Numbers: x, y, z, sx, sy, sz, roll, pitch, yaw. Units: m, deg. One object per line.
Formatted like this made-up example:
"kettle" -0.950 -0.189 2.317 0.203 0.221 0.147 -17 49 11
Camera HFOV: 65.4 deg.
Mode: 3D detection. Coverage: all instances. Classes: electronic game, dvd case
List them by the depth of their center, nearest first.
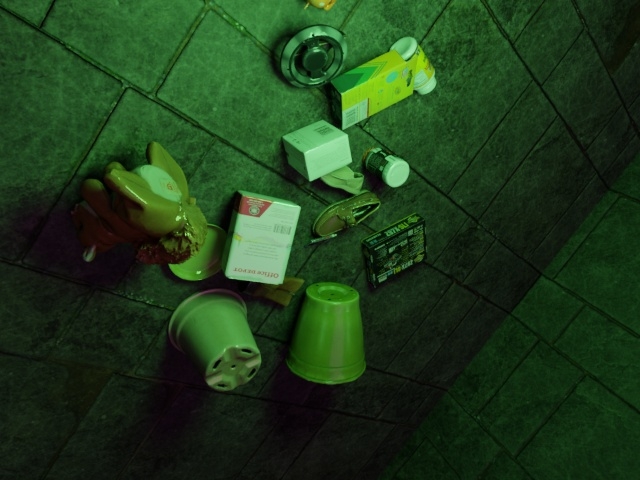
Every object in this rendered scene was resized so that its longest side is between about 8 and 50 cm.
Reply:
"electronic game" -0.021 -0.597 1.632 0.230 0.048 0.229 -16 146 -11
"dvd case" 0.000 0.000 2.105 0.120 0.087 0.013 -16 82 -26

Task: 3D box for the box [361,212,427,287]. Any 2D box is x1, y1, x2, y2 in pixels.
"box" 0.357 0.045 2.367 0.322 0.079 0.257 -27 132 -17

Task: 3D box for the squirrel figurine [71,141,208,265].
"squirrel figurine" -0.560 -0.043 1.523 0.371 0.281 0.397 -32 116 24

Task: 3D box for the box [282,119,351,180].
"box" -0.013 -0.329 1.804 0.182 0.181 0.119 -27 130 -17

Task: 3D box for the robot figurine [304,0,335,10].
"robot figurine" 0.030 -0.812 1.555 0.219 0.158 0.128 -35 103 -10

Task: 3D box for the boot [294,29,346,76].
"boot" -0.003 -0.625 1.702 0.198 0.076 0.137 -19 134 -6

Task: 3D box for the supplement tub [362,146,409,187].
"supplement tub" 0.257 -0.299 1.997 0.117 0.190 0.116 -18 128 -24

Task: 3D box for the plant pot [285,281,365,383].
"plant pot" 0.039 0.386 2.229 0.367 0.366 0.352 -5 109 -31

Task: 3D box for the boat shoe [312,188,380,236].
"boat shoe" 0.109 -0.107 2.082 0.307 0.104 0.110 -36 134 -8

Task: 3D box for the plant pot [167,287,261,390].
"plant pot" -0.392 0.406 1.951 0.334 0.305 0.333 -17 127 -24

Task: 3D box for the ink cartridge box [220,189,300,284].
"ink cartridge box" -0.225 -0.011 1.839 0.226 0.131 0.306 11 102 -22

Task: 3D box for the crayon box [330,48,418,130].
"crayon box" 0.192 -0.551 1.802 0.319 0.081 0.202 -28 156 -10

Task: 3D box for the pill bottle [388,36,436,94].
"pill bottle" 0.353 -0.652 1.880 0.117 0.117 0.215 -50 133 4

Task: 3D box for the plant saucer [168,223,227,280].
"plant saucer" -0.452 0.038 1.853 0.241 0.037 0.240 -16 126 -24

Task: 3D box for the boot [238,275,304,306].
"boot" -0.165 0.150 2.079 0.281 0.096 0.264 23 101 -43

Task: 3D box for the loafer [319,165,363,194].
"loafer" 0.073 -0.258 1.971 0.269 0.102 0.092 13 110 -48

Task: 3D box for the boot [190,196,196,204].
"boot" -0.492 -0.149 1.687 0.153 0.073 0.197 3 123 -38
